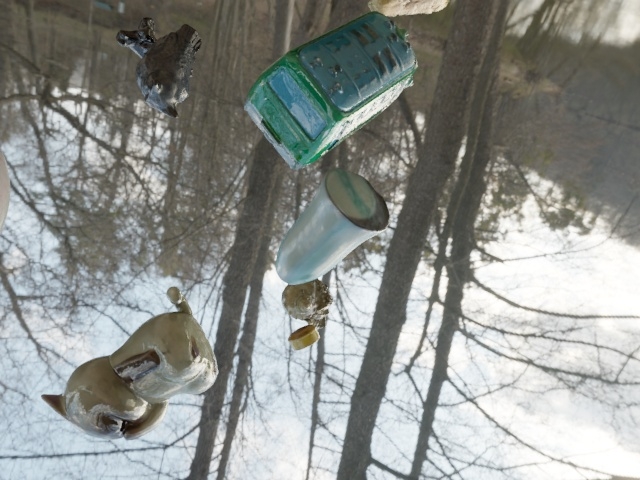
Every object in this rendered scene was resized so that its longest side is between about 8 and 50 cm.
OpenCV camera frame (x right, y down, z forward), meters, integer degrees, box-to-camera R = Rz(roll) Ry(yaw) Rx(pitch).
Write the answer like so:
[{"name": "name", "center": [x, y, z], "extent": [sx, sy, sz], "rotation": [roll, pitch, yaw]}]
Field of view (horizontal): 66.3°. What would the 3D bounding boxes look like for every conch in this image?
[{"name": "conch", "center": [-0.047, 0.197, 1.580], "extent": [0.162, 0.178, 0.245], "rotation": [-13, -172, -10]}]

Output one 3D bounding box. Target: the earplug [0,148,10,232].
[{"name": "earplug", "center": [-0.408, -0.015, 0.501], "extent": [0.172, 0.172, 0.301], "rotation": [10, -136, -18]}]

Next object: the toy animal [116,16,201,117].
[{"name": "toy animal", "center": [-0.220, -0.259, 0.748], "extent": [0.117, 0.121, 0.210], "rotation": [-30, -133, -2]}]

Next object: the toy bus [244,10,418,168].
[{"name": "toy bus", "center": [0.037, -0.308, 0.955], "extent": [0.184, 0.199, 0.343], "rotation": [50, -126, -4]}]

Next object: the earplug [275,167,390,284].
[{"name": "earplug", "center": [0.000, 0.000, 1.197], "extent": [0.185, 0.324, 0.185], "rotation": [24, -140, -23]}]

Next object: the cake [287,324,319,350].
[{"name": "cake", "center": [-0.044, 0.253, 1.288], "extent": [0.044, 0.084, 0.084], "rotation": [62, -153, -3]}]

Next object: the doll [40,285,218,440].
[{"name": "doll", "center": [-0.405, 0.311, 1.130], "extent": [0.226, 0.370, 0.215], "rotation": [44, 168, 22]}]

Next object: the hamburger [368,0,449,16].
[{"name": "hamburger", "center": [0.269, -0.729, 1.413], "extent": [0.261, 0.124, 0.131], "rotation": [-13, 176, -17]}]
